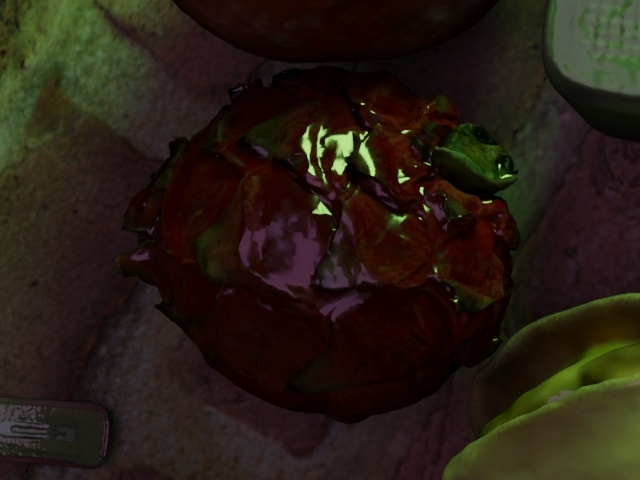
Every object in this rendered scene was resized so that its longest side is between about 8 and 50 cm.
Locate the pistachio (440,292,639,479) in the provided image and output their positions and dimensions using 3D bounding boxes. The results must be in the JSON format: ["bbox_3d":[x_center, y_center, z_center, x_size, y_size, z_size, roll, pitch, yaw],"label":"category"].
[{"bbox_3d":[0.235,0.143,0.989,0.321,0.229,0.238,-7,121,28],"label":"pistachio"}]

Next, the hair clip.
[{"bbox_3d":[-0.231,0.158,1.256,0.137,0.022,0.054,0,89,20],"label":"hair clip"}]

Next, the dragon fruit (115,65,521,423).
[{"bbox_3d":[0.000,0.000,1.066,0.299,0.244,0.244,11,94,34],"label":"dragon fruit"}]

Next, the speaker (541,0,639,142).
[{"bbox_3d":[0.257,-0.265,0.995,0.183,0.184,0.406,9,93,20],"label":"speaker"}]

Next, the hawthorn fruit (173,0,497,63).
[{"bbox_3d":[0.014,-0.250,1.038,0.284,0.284,0.284,0,90,20],"label":"hawthorn fruit"}]
